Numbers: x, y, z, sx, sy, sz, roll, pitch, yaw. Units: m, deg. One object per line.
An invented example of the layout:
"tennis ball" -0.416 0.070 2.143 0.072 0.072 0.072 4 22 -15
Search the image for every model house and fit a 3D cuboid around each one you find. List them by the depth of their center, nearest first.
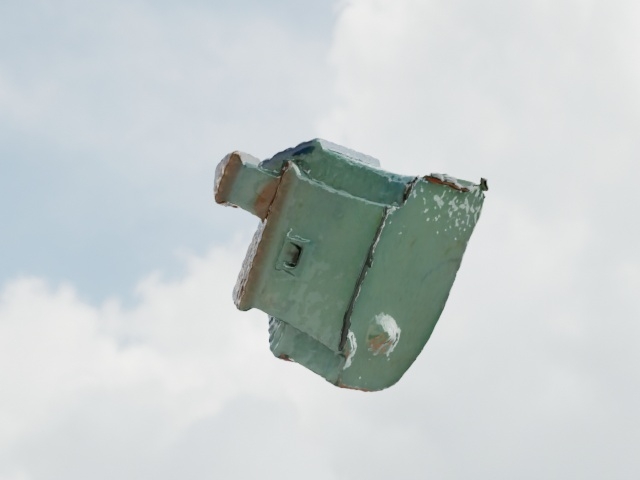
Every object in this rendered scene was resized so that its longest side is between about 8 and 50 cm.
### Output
"model house" 0.000 0.000 1.069 0.148 0.119 0.148 27 -80 29
